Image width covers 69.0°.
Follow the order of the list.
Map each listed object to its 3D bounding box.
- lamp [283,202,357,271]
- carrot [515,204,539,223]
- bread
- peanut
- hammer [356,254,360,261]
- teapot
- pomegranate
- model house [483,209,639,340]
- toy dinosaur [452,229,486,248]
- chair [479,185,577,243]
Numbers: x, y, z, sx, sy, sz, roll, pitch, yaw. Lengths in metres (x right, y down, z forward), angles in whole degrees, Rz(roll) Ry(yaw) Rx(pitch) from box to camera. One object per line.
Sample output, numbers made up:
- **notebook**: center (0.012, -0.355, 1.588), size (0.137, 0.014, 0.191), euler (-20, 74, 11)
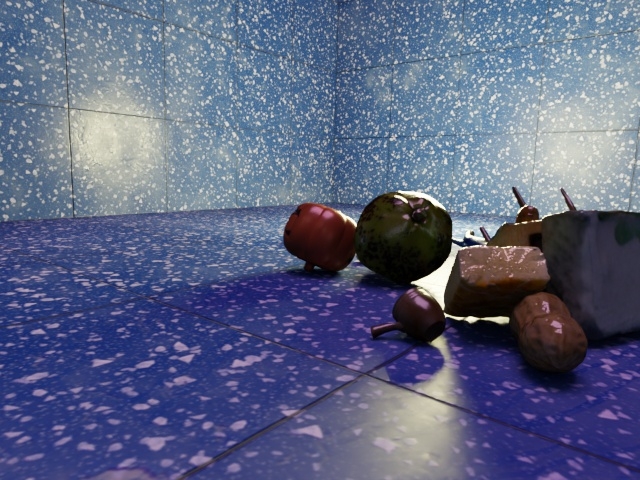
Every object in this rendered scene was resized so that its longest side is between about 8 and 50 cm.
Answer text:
- **lamp**: center (0.000, 0.000, 1.143), size (0.187, 0.164, 0.187), euler (24, -3, 1)
- **carrot**: center (0.444, 0.016, 1.012), size (0.060, 0.186, 0.060), euler (8, 5, -1)
- **bread**: center (0.269, 0.073, 0.737), size (0.125, 0.068, 0.188), euler (0, -25, 7)
- **peanut**: center (0.299, 0.119, 0.616), size (0.088, 0.089, 0.193), euler (3, 8, 13)
- **hammer**: center (0.141, 0.049, 1.283), size (0.083, 0.031, 0.052), euler (11, 9, -11)
- **teapot**: center (0.131, 0.127, 0.698), size (0.110, 0.085, 0.080), euler (-29, 40, -10)
- **pomegranate**: center (0.183, -0.016, 1.094), size (0.221, 0.204, 0.276), euler (8, 9, -7)
- **model house**: center (0.431, 0.054, 0.860), size (0.266, 0.194, 0.325), euler (0, -1, -25)
- **toy dinosaur**: center (0.460, 0.021, 1.398), size (0.247, 0.075, 0.188), euler (14, 22, 33)
- **chair**: center (0.534, 0.026, 1.105), size (0.187, 0.166, 0.272), euler (-1, 51, -21)
